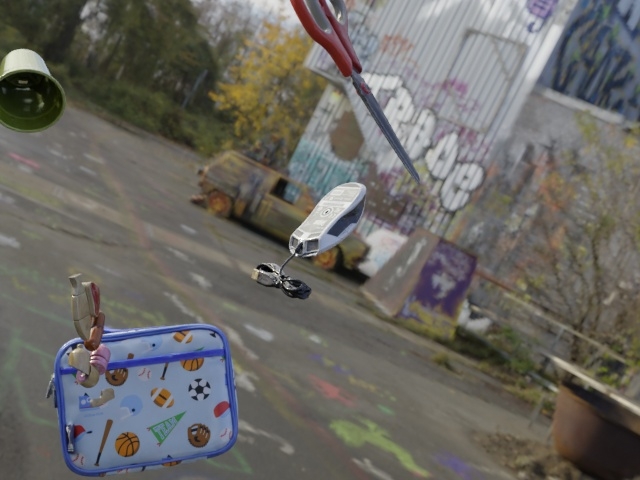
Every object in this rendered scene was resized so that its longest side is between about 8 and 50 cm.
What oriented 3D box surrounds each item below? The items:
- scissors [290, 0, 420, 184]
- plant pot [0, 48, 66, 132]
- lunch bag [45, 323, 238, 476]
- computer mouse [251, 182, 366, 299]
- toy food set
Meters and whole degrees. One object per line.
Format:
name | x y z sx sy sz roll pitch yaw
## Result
scissors | 0.037 -0.199 1.028 0.109 0.021 0.297 -11 77 -57
plant pot | -0.342 -0.181 0.972 0.083 0.083 0.079 23 28 -38
lunch bag | -0.293 0.255 1.392 0.304 0.243 0.115 -5 -10 -10
computer mouse | 0.000 0.000 1.074 0.106 0.193 0.042 8 -41 52
toy food set | -0.218 0.092 0.786 0.019 0.122 0.078 -7 -2 6
